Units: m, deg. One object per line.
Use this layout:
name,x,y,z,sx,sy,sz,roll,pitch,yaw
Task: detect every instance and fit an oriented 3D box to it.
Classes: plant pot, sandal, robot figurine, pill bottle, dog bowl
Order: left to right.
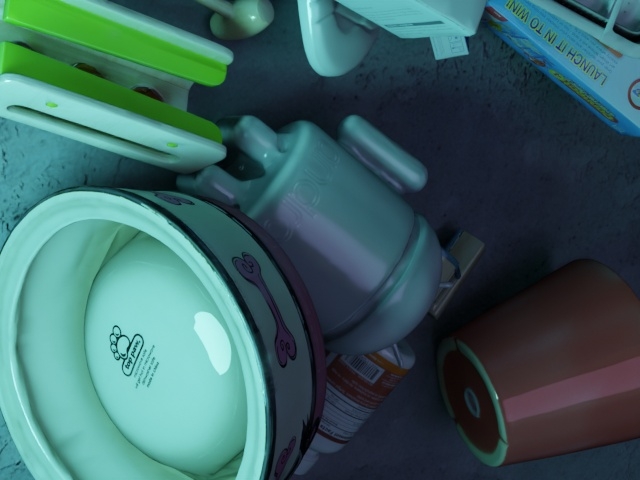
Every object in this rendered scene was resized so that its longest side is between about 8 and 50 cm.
dog bowl,-0.168,0.129,1.503,0.150,0.408,0.408,-20,122,-50
robot figurine,0.000,0.000,1.643,0.353,0.200,0.300,39,85,-18
sandal,0.008,-0.396,1.593,0.169,0.102,0.416,-8,101,-51
pill bottle,0.013,0.194,1.808,0.121,0.121,0.216,29,106,-41
plant pot,0.314,0.189,1.981,0.243,0.275,0.275,-19,120,-17

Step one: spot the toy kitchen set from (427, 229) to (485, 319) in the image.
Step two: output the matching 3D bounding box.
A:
toy kitchen set,0.117,-0.001,1.866,0.122,0.166,0.207,-54,168,-5

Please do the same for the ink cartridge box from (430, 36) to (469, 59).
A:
ink cartridge box,0.139,-0.330,1.696,0.046,0.097,0.207,-9,135,13

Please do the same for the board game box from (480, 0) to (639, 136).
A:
board game box,0.391,-0.343,1.839,0.308,0.086,0.302,36,85,-20

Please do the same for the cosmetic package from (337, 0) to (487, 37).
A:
cosmetic package,0.077,-0.361,1.476,0.225,0.138,0.224,25,82,-34

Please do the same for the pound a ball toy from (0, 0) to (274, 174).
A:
pound a ball toy,-0.215,-0.199,1.501,0.319,0.136,0.208,16,68,-38

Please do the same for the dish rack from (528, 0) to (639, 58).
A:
dish rack,0.327,-0.408,1.724,0.333,0.072,0.285,24,90,-21
